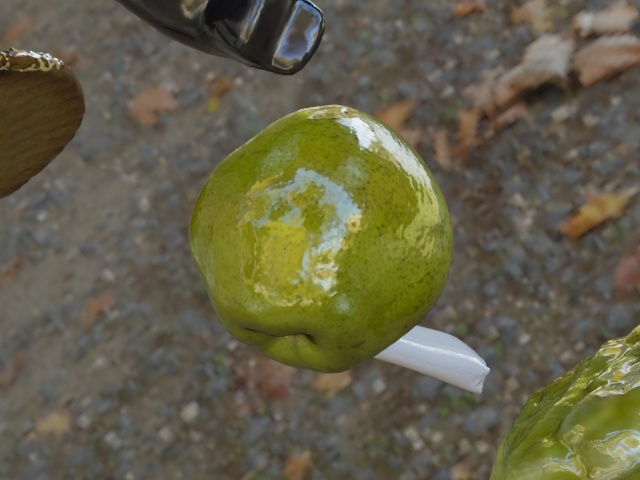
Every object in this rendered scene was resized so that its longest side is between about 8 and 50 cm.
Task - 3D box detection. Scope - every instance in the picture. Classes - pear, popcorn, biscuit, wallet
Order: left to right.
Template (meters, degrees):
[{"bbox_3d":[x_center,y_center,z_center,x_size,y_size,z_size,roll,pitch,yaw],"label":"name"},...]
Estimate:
[{"bbox_3d":[-0.379,-0.088,1.672,0.318,0.040,0.318,-26,-17,-9],"label":"biscuit"},{"bbox_3d":[0.001,0.001,1.265,0.198,0.198,0.198,-30,26,16],"label":"pear"},{"bbox_3d":[0.066,0.092,1.560,0.033,0.190,0.095,-67,23,11],"label":"wallet"},{"bbox_3d":[0.191,0.166,0.938,0.257,0.224,0.270,-27,4,-16],"label":"popcorn"}]

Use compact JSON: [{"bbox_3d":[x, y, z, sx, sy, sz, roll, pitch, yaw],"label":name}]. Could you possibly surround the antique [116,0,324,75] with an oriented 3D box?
[{"bbox_3d":[-0.042,-0.245,0.585,0.322,0.255,0.185,-64,19,4],"label":"antique"}]
